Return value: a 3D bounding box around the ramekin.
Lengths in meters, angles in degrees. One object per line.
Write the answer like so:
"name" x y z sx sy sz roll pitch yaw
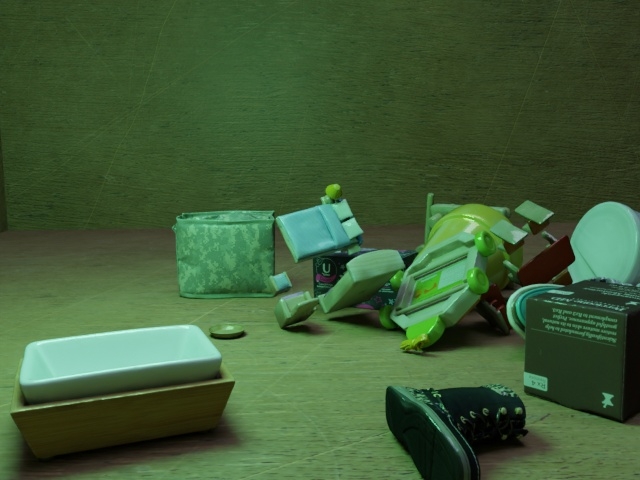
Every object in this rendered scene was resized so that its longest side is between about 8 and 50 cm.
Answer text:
"ramekin" 0.792 0.040 1.708 0.127 0.272 0.273 10 5 -15

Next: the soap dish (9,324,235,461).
"soap dish" -0.294 0.216 0.957 0.291 0.118 0.229 -3 8 -22

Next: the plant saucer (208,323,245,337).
"plant saucer" -0.208 0.203 1.432 0.083 0.015 0.083 0 8 0

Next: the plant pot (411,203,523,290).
"plant pot" 0.371 0.059 1.700 0.254 0.254 0.239 6 26 40

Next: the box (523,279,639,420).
"box" 0.461 0.169 1.056 0.203 0.167 0.168 -7 10 -41

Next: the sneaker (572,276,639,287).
"sneaker" 0.736 0.146 1.537 0.292 0.110 0.118 -4 -20 23

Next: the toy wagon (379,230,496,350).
"toy wagon" 0.248 0.120 1.402 0.267 0.068 0.344 -30 24 40

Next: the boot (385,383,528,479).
"boot" 0.199 0.243 0.839 0.179 0.085 0.236 0 7 -14

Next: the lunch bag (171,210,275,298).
"lunch bag" -0.273 0.039 1.839 0.287 0.235 0.169 -1 13 -5

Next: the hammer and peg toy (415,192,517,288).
"hammer and peg toy" 0.416 0.005 1.959 0.361 0.266 0.127 8 30 45

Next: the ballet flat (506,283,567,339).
"ballet flat" 0.530 0.165 1.340 0.400 0.139 0.139 1 7 -22

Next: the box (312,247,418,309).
"box" 0.124 0.096 1.732 0.247 0.142 0.163 4 9 26

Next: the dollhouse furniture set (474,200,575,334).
"dollhouse furniture set" 0.473 0.089 1.465 0.259 0.262 0.135 -36 29 -7

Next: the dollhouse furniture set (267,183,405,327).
"dollhouse furniture set" 0.000 0.000 1.514 0.286 0.303 0.198 -14 -22 -28
